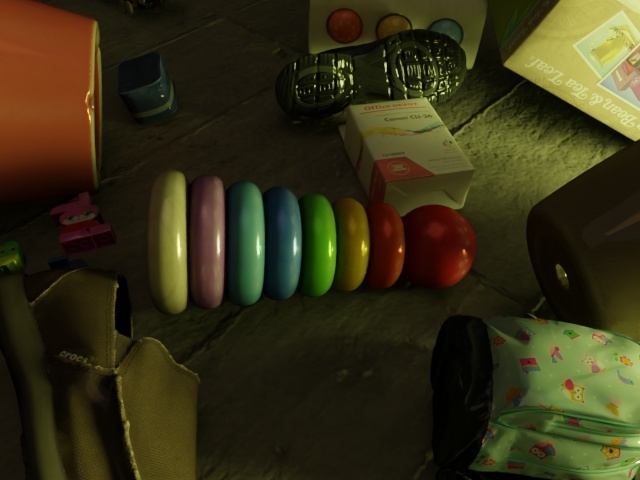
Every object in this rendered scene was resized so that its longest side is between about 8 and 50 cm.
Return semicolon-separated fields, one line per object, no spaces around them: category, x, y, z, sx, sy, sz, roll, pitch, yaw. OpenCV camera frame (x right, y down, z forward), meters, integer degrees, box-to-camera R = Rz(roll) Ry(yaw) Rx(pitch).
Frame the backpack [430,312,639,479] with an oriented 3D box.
backpack;0.188;0.134;0.482;0.181;0.115;0.152;11;43;3

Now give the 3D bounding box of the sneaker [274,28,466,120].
sneaker;0.069;-0.248;0.848;0.286;0.109;0.130;-7;23;-9

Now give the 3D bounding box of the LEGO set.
LEGO set;-0.312;0.020;0.583;0.227;0.087;0.093;-16;45;-10

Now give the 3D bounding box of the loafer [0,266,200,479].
loafer;-0.149;0.133;0.444;0.130;0.134;0.366;-23;51;-23

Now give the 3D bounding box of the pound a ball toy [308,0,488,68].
pound a ball toy;0.099;-0.388;0.920;0.318;0.208;0.136;6;45;1

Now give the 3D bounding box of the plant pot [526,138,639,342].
plant pot;0.336;0.000;0.555;0.229;0.263;0.263;-20;48;1

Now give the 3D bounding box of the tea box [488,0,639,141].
tea box;0.428;-0.325;0.800;0.328;0.220;0.324;23;45;-16

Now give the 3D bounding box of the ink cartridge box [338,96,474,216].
ink cartridge box;0.101;-0.122;0.758;0.115;0.067;0.198;-9;46;-12

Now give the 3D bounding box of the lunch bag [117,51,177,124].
lunch bag;-0.244;-0.214;0.828;0.067;0.065;0.099;-16;48;2

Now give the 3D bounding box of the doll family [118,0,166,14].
doll family;-0.323;-0.466;1.067;0.193;0.076;0.111;38;50;23

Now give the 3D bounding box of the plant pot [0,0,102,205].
plant pot;-0.371;-0.154;0.638;0.243;0.275;0.275;1;45;-18

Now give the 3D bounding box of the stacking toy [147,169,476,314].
stacking toy;0.000;0.000;0.595;0.330;0.141;0.141;-1;46;-10
